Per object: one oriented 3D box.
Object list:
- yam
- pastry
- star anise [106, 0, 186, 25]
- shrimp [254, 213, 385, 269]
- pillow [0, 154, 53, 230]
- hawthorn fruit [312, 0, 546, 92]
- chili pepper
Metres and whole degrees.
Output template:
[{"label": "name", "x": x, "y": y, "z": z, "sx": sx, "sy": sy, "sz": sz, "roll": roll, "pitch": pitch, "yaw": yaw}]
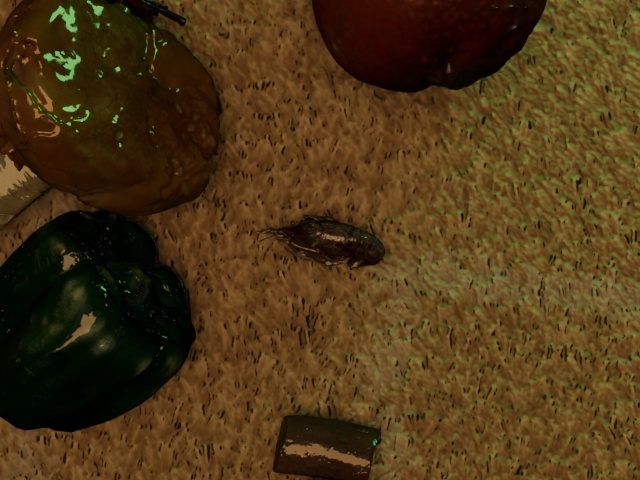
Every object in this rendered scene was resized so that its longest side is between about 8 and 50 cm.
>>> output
[{"label": "yam", "x": 0.008, "y": 0.265, "z": 1.607, "sx": 0.127, "sy": 0.084, "sz": 0.084, "roll": 10, "pitch": 95, "yaw": -1}, {"label": "pastry", "x": -0.263, "y": -0.158, "z": 1.494, "sx": 0.162, "sy": 0.311, "sz": 0.255, "roll": -18, "pitch": 56, "yaw": 41}, {"label": "star anise", "x": -0.275, "y": -0.357, "z": 1.548, "sx": 0.220, "sy": 0.126, "sz": 0.190, "roll": 0, "pitch": 91, "yaw": 6}, {"label": "shrimp", "x": 0.000, "y": 0.000, "z": 1.596, "sx": 0.165, "sy": 0.065, "sz": 0.056, "roll": 10, "pitch": 63, "yaw": 7}, {"label": "pillow", "x": -0.380, "y": -0.107, "z": 1.595, "sx": 0.181, "sy": 0.078, "sz": 0.134, "roll": -36, "pitch": 93, "yaw": 3}, {"label": "hawthorn fruit", "x": 0.113, "y": -0.307, "z": 1.463, "sx": 0.295, "sy": 0.295, "sz": 0.311, "roll": -34, "pitch": 57, "yaw": 5}, {"label": "chili pepper", "x": -0.297, "y": 0.104, "z": 1.539, "sx": 0.257, "sy": 0.248, "sz": 0.233, "roll": -38, "pitch": 65, "yaw": 10}]
